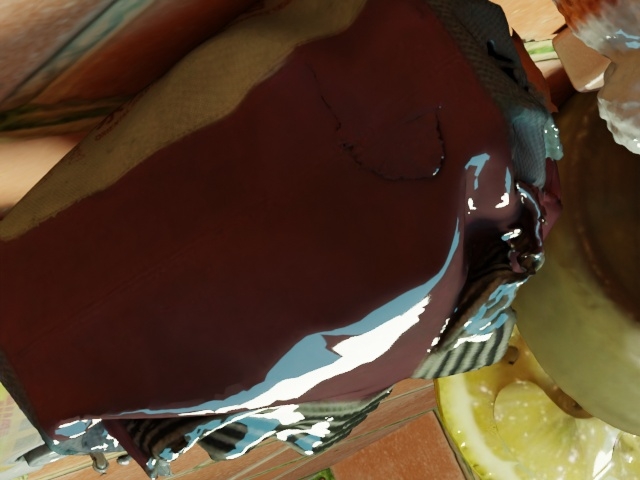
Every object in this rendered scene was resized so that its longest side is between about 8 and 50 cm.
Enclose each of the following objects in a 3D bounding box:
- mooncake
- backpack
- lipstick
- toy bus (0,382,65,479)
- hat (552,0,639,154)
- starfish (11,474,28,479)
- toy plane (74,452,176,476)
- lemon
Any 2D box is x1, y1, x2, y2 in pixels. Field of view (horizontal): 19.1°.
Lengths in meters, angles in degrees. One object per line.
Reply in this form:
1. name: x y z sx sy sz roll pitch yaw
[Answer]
1. mooncake: 0.277 -0.002 1.382 0.284 0.284 0.155 -22 171 -19
2. backpack: 0.000 0.000 0.960 0.283 0.197 0.317 -30 170 11
3. lipstick: 0.209 -0.144 1.173 0.045 0.045 0.145 -14 165 -41
4. toy bus: -0.212 0.088 1.172 0.138 0.097 0.342 -20 168 -20
5. hat: 0.129 -0.115 0.802 0.112 0.162 0.093 -17 170 -22
6. starfish: -0.280 0.203 1.592 0.358 0.078 0.347 -38 176 2
7. toy plane: -0.159 0.190 1.929 0.226 0.058 0.226 -19 152 -33
8. lemon: 0.287 0.102 1.831 0.364 0.364 0.364 -25 170 -5
